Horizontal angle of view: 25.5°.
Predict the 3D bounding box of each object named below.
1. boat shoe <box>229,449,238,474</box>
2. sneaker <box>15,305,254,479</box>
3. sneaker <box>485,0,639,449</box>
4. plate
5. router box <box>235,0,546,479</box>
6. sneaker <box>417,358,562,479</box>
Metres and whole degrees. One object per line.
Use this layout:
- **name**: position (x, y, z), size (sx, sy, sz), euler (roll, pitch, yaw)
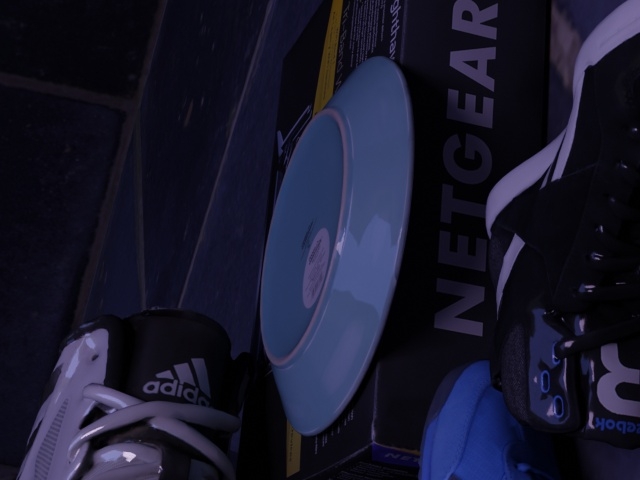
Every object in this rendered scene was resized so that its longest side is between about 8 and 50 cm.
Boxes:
- **boat shoe**: position (-0.144, 0.265, 1.130), size (0.367, 0.136, 0.156), euler (125, 153, -63)
- **sneaker**: position (-0.101, 0.141, 0.669), size (0.447, 0.169, 0.257), euler (152, 132, -67)
- **sneaker**: position (0.116, 0.006, 0.487), size (0.217, 0.079, 0.121), euler (114, 159, -66)
- **plate**: position (0.000, 0.000, 0.686), size (0.188, 0.024, 0.188), euler (-167, 90, -74)
- **router box**: position (0.034, -0.009, 0.772), size (0.243, 0.081, 0.309), euler (135, 144, -64)
- **sneaker**: position (0.085, 0.131, 0.534), size (0.082, 0.069, 0.209), euler (-37, 38, 40)
